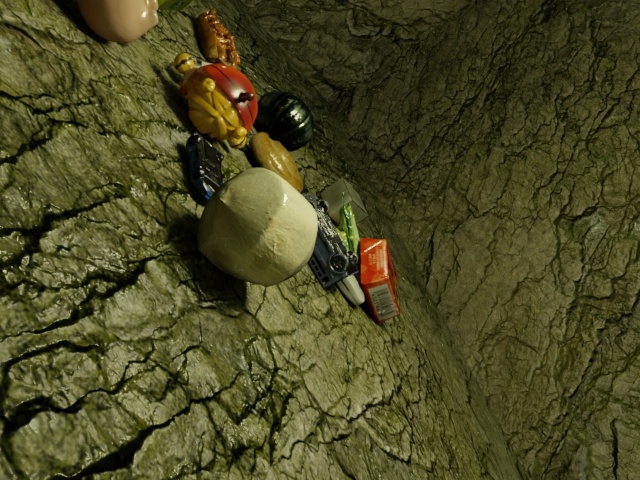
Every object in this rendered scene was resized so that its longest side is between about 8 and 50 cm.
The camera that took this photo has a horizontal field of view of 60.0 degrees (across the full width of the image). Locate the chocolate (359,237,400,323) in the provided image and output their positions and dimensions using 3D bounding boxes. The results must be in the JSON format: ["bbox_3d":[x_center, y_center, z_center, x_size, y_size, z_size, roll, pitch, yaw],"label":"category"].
[{"bbox_3d":[0.217,0.140,2.029,0.234,0.108,0.237,-87,160,-48],"label":"chocolate"}]

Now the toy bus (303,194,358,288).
[{"bbox_3d":[0.000,0.000,1.775,0.292,0.133,0.125,61,21,6],"label":"toy bus"}]

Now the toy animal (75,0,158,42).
[{"bbox_3d":[-0.526,-0.615,1.278,0.326,0.269,0.237,87,-12,-46],"label":"toy animal"}]

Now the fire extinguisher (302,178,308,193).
[{"bbox_3d":[-0.070,-0.222,2.219,0.038,0.025,0.083,18,35,-30],"label":"fire extinguisher"}]

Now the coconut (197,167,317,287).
[{"bbox_3d":[-0.146,-0.031,1.196,0.247,0.245,0.245,42,21,-40],"label":"coconut"}]

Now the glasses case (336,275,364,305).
[{"bbox_3d":[0.074,0.119,1.895,0.233,0.059,0.092,55,14,-4],"label":"glasses case"}]

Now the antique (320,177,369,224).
[{"bbox_3d":[0.097,-0.148,2.343,0.152,0.148,0.146,39,22,-46],"label":"antique"}]

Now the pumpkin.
[{"bbox_3d":[-0.151,-0.456,2.150,0.250,0.216,0.250,45,-18,19],"label":"pumpkin"}]

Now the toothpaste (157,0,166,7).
[{"bbox_3d":[-0.560,-0.906,2.012,0.110,0.077,0.327,52,16,-15],"label":"toothpaste"}]

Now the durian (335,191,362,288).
[{"bbox_3d":[0.097,0.008,2.067,0.132,0.107,0.375,-37,115,-66],"label":"durian"}]

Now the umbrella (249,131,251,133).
[{"bbox_3d":[-0.280,-0.406,1.970,0.022,0.013,0.122,41,5,37],"label":"umbrella"}]

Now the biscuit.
[{"bbox_3d":[-0.134,-0.249,1.919,0.213,0.091,0.274,63,9,18],"label":"biscuit"}]

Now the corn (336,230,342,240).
[{"bbox_3d":[-0.005,-0.046,1.946,0.211,0.087,0.087,50,16,-15],"label":"corn"}]

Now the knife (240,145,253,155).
[{"bbox_3d":[-0.255,-0.304,1.829,0.031,0.018,0.121,58,17,14],"label":"knife"}]

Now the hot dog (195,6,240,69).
[{"bbox_3d":[-0.401,-0.792,2.190,0.158,0.117,0.348,41,21,-46],"label":"hot dog"}]

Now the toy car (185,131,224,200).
[{"bbox_3d":[-0.288,-0.175,1.375,0.103,0.063,0.216,40,28,-46],"label":"toy car"}]

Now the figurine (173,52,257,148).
[{"bbox_3d":[-0.288,-0.408,1.598,0.320,0.196,0.323,54,4,-32],"label":"figurine"}]
